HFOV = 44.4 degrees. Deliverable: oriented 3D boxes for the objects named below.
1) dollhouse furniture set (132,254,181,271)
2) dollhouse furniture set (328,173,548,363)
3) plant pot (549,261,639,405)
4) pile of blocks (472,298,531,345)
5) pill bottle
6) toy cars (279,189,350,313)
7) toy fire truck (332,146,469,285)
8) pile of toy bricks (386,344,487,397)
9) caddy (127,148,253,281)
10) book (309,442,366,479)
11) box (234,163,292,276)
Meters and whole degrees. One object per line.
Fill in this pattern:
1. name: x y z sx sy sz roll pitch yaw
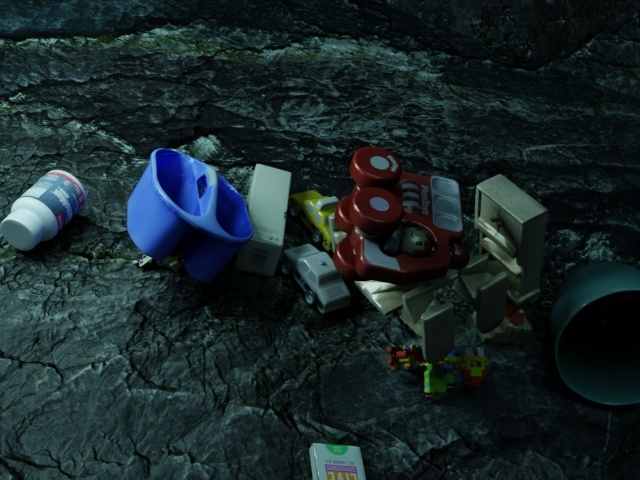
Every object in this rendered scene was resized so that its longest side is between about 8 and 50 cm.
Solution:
1. dollhouse furniture set: -0.369 0.027 1.733 0.081 0.091 0.114 -35 27 1
2. dollhouse furniture set: 0.275 0.064 1.693 0.394 0.256 0.362 -25 45 -17
3. plant pot: 0.650 0.181 1.757 0.293 0.293 0.235 15 25 -4
4. pile of blocks: 0.451 0.097 1.893 0.149 0.112 0.362 21 40 2
5. pill bottle: -0.591 -0.061 1.669 0.108 0.108 0.180 23 41 5
6. toy cars: 0.000 0.000 1.835 0.177 0.087 0.393 17 40 -11
7. toy fire truck: 0.166 -0.035 1.527 0.254 0.169 0.302 10 44 -7
8. pile of toy bricks: 0.238 0.276 1.637 0.212 0.118 0.105 7 75 -29
9. caddy: -0.272 -0.073 1.672 0.241 0.179 0.341 29 19 -27
10. book: 0.036 0.438 1.415 0.096 0.035 0.144 8 40 -18
11. box: -0.132 -0.051 1.835 0.094 0.113 0.275 14 42 -8
